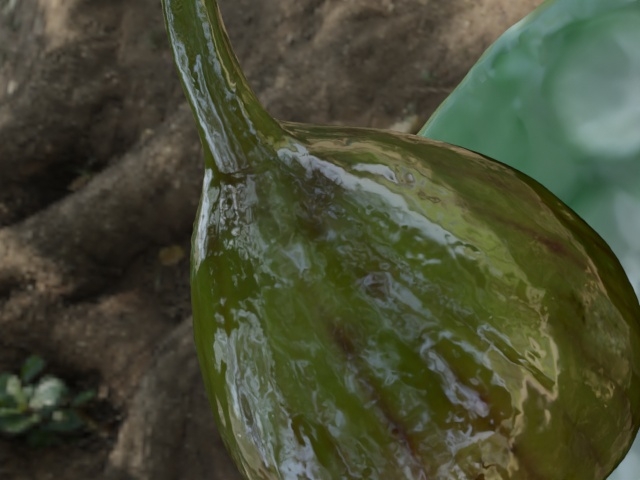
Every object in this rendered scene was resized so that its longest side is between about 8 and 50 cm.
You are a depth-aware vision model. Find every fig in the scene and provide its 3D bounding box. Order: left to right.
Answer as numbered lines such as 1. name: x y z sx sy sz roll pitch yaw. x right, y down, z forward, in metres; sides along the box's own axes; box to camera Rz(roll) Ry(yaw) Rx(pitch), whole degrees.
1. fig: 0.000 0.000 0.406 0.151 0.259 0.151 -28 33 20

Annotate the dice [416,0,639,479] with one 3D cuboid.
1. dice: 0.221 0.028 0.686 0.300 0.297 0.287 -50 58 19
